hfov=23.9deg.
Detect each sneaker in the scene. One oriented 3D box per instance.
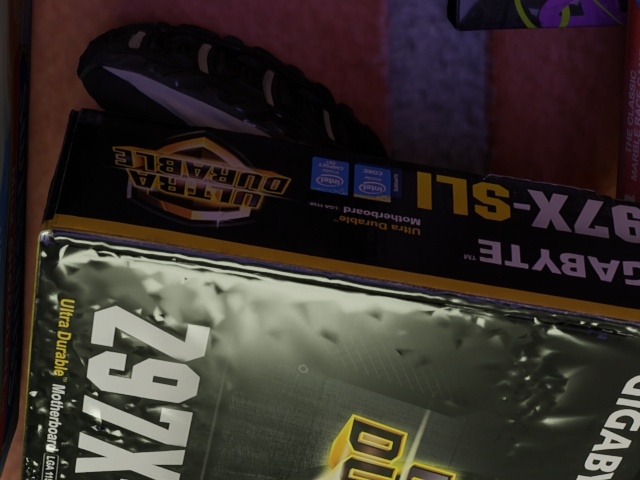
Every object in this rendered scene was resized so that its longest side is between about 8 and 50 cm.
[{"bbox_3d":[0.000,0.000,0.689,0.271,0.100,0.108,36,110,-15],"label":"sneaker"}]

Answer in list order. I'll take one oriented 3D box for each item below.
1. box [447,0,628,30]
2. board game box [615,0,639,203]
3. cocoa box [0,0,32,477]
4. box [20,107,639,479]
[{"bbox_3d":[0.139,-0.154,0.673,0.162,0.029,0.116,-4,112,-5],"label":"box"},{"bbox_3d":[0.201,-0.065,0.676,0.145,0.027,0.281,-9,113,-22],"label":"board game box"},{"bbox_3d":[-0.240,-0.031,0.590,0.231,0.228,0.347,5,110,-3],"label":"cocoa box"},{"bbox_3d":[-0.001,0.100,0.671,0.257,0.079,0.322,11,135,-5],"label":"box"}]
